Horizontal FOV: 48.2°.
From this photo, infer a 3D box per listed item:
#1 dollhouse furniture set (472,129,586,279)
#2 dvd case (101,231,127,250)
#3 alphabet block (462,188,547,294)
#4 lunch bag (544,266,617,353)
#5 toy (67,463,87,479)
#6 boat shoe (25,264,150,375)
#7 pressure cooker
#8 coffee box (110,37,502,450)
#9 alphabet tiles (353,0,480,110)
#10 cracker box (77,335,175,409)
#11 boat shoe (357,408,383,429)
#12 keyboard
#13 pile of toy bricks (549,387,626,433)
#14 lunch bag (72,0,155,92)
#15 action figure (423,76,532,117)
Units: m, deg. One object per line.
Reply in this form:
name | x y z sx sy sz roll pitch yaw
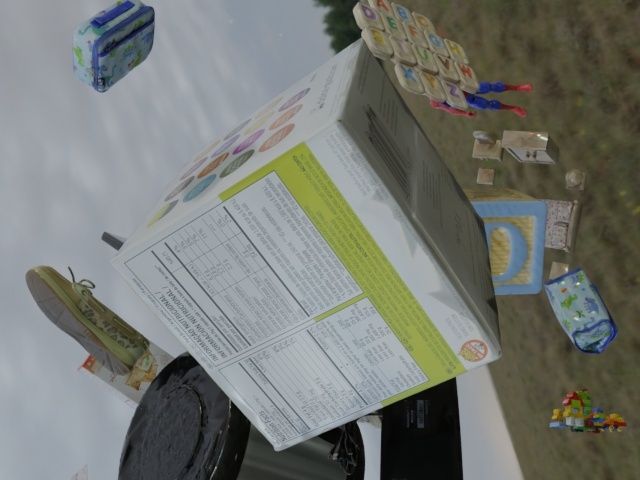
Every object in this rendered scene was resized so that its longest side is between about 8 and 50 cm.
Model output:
dollhouse furniture set | 0.515 -0.095 1.884 0.173 0.303 0.356 16 -97 -59
dvd case | -0.307 0.048 1.481 0.253 0.022 0.180 22 180 -42
alphabet block | 0.336 -0.002 1.472 0.197 0.193 0.193 -101 12 -78
lunch bag | 0.514 0.145 1.406 0.151 0.096 0.129 49 -159 -54
toy | -0.645 0.615 1.648 0.056 0.237 0.137 52 174 -24
boat shoe | -0.466 0.148 1.436 0.285 0.104 0.089 52 -131 -19
pressure cooker | -0.124 0.427 1.377 0.420 0.375 0.370 31 -124 -34
coffee box | 0.000 0.000 0.953 0.338 0.334 0.338 53 -157 -19
alphabet tiles | 0.195 -0.379 1.420 0.284 0.021 0.278 11 -131 -31
cracker box | -0.484 0.333 1.860 0.232 0.067 0.156 38 -123 -13
boat shoe | 0.060 0.249 1.468 0.121 0.110 0.341 -43 -59 -46
keyboard | 0.120 0.284 1.143 0.317 0.201 0.033 -80 -12 -53
pile of toy bricks | 0.670 0.428 1.825 0.212 0.118 0.105 14 -113 -27
lunch bag | -0.485 -0.468 1.691 0.219 0.090 0.176 -51 -9 -39
action figure | 0.355 -0.322 1.598 0.139 0.280 0.092 -127 42 -65
